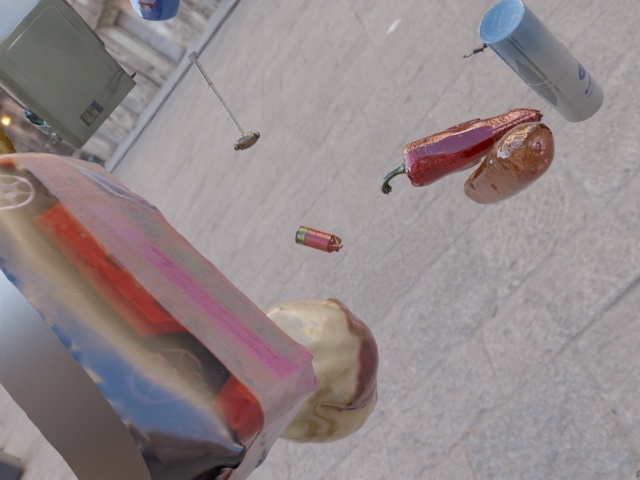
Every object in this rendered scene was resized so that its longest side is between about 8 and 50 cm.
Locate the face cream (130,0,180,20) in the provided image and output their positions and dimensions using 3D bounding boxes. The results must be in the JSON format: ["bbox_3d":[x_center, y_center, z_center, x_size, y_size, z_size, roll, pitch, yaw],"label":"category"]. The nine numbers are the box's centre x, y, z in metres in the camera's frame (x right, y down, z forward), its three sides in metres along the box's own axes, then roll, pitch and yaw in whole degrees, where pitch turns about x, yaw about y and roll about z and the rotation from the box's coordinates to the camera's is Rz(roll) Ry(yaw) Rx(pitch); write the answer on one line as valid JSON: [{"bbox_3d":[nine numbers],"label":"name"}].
[{"bbox_3d":[-0.388,-0.632,1.465,0.083,0.149,0.264,-57,-27,-43],"label":"face cream"}]

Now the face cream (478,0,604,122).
[{"bbox_3d":[0.342,-0.269,1.000,0.077,0.250,0.077,-26,53,39],"label":"face cream"}]

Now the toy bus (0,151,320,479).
[{"bbox_3d":[-0.151,0.057,0.467,0.147,0.303,0.127,-22,-32,-52],"label":"toy bus"}]

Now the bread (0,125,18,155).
[{"bbox_3d":[-0.499,-0.077,1.017,0.114,0.211,0.083,-25,36,-10],"label":"bread"}]

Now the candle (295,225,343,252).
[{"bbox_3d":[0.000,0.000,1.697,0.131,0.052,0.052,15,68,25],"label":"candle"}]

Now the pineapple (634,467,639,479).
[{"bbox_3d":[0.556,0.461,1.068,0.310,0.170,0.141,-27,-30,-45],"label":"pineapple"}]

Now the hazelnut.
[{"bbox_3d":[-0.025,0.208,1.089,0.261,0.261,0.241,-49,27,24],"label":"hazelnut"}]

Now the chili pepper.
[{"bbox_3d":[0.294,-0.198,1.434,0.388,0.110,0.110,-21,34,20],"label":"chili pepper"}]

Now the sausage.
[{"bbox_3d":[0.335,-0.124,1.178,0.097,0.094,0.348,-35,-8,-4],"label":"sausage"}]

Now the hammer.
[{"bbox_3d":[-0.098,-0.138,0.639,0.029,0.123,0.014,-32,-17,-2],"label":"hammer"}]

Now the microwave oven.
[{"bbox_3d":[-0.413,-0.266,0.988,0.129,0.205,0.163,28,75,33],"label":"microwave oven"}]

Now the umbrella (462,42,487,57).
[{"bbox_3d":[0.315,-0.374,1.255,0.122,0.022,0.013,-16,89,64],"label":"umbrella"}]
